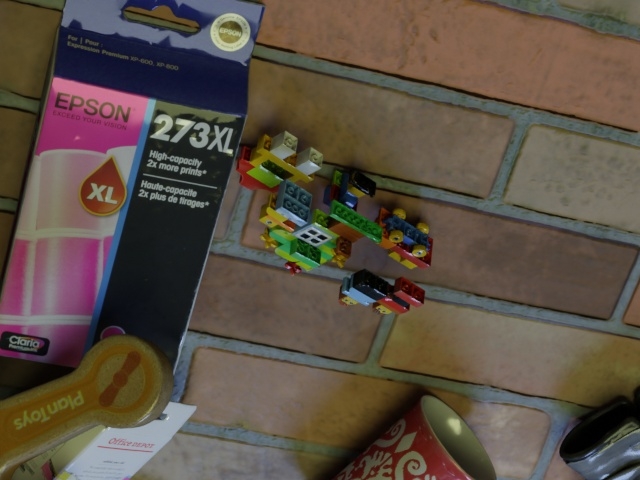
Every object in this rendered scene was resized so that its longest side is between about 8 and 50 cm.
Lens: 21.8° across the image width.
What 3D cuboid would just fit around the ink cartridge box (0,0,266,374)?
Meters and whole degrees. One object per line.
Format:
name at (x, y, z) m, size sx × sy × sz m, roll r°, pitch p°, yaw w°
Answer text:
ink cartridge box at (-0.176, -0.051, 1.490) m, size 0.176 × 0.069 × 0.370 m, roll 11°, pitch 113°, yaw -14°

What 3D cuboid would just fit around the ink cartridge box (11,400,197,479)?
ink cartridge box at (-0.225, 0.196, 1.577) m, size 0.198 × 0.067 × 0.115 m, roll -44°, pitch 154°, yaw 14°

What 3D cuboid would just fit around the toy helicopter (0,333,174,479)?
toy helicopter at (-0.286, 0.193, 1.468) m, size 0.355 × 0.140 × 0.235 m, roll -24°, pitch 74°, yaw 13°

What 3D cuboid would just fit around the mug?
mug at (0.088, 0.261, 1.665) m, size 0.169 × 0.113 × 0.150 m, roll -40°, pitch 114°, yaw 16°

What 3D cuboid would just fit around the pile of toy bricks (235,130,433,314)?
pile of toy bricks at (0.000, 0.000, 1.529) m, size 0.212 × 0.118 × 0.105 m, roll 31°, pitch 141°, yaw -31°

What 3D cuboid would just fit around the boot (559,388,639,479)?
boot at (0.302, 0.288, 1.722) m, size 0.338 × 0.118 × 0.222 m, roll -37°, pitch 114°, yaw -1°
